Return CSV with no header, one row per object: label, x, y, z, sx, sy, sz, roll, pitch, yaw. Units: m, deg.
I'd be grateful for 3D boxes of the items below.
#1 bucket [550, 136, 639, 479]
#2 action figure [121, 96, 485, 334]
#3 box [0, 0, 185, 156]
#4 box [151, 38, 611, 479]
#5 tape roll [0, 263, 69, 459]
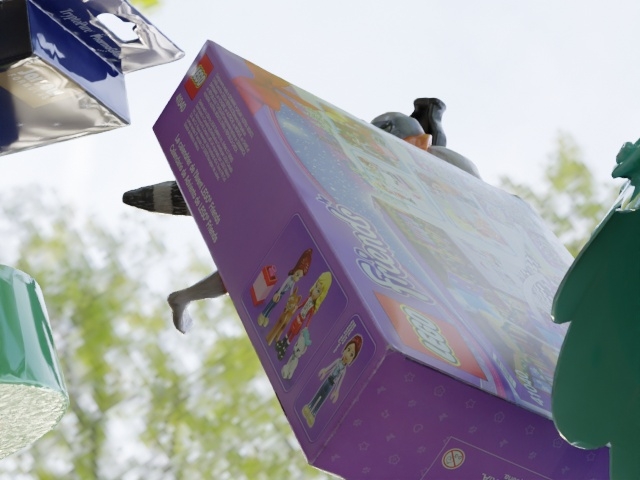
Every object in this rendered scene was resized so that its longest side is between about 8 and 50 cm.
bucket,0.229,0.012,0.595,0.281,0.183,0.281,18,-39,15
action figure,0.000,0.000,1.697,0.330,0.341,0.178,-10,-31,23
box,-0.192,-0.075,0.963,0.225,0.136,0.036,-14,-105,12
box,0.050,0.029,0.802,0.201,0.293,0.057,26,-73,-27
tape roll,-0.311,0.102,1.091,0.321,0.321,0.077,-31,-111,42
